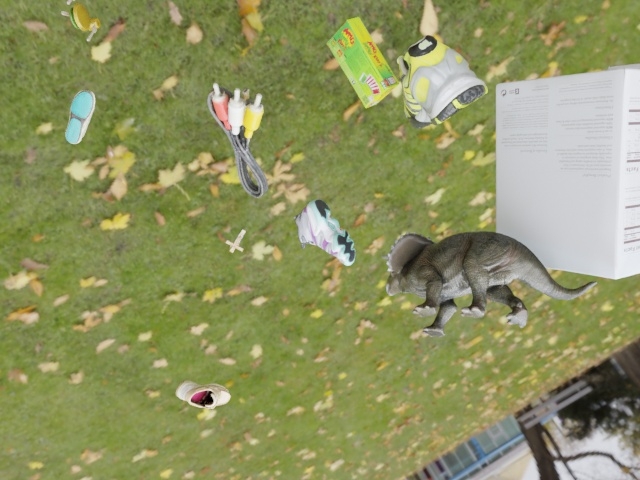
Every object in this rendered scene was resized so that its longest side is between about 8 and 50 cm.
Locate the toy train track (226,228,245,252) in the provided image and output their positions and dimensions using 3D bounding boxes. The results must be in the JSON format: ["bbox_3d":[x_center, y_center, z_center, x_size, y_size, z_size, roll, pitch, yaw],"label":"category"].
[{"bbox_3d":[-0.212,-0.001,1.603,0.083,0.048,0.014,-54,-168,36],"label":"toy train track"}]

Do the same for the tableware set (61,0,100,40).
[{"bbox_3d":[-0.434,-0.437,1.099,0.024,0.104,0.154,-5,136,13],"label":"tableware set"}]

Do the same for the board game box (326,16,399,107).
[{"bbox_3d":[0.097,-0.411,1.448,0.043,0.181,0.092,-30,178,-38],"label":"board game box"}]

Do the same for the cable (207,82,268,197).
[{"bbox_3d":[-0.178,-0.206,1.311,0.072,0.139,0.287,-55,158,-43],"label":"cable"}]

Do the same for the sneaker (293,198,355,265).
[{"bbox_3d":[0.000,0.000,0.835,0.069,0.098,0.038,-35,173,38],"label":"sneaker"}]

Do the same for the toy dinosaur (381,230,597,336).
[{"bbox_3d":[0.206,0.042,0.869,0.313,0.160,0.121,-13,143,31],"label":"toy dinosaur"}]

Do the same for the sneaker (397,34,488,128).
[{"bbox_3d":[0.224,-0.314,1.227,0.145,0.147,0.385,-33,-174,2],"label":"sneaker"}]

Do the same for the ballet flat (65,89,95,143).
[{"bbox_3d":[-0.622,-0.328,1.626,0.168,0.057,0.052,-53,-169,30],"label":"ballet flat"}]

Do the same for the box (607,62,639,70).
[{"bbox_3d":[0.626,-0.186,1.254,0.087,0.169,0.290,1,140,31],"label":"box"}]

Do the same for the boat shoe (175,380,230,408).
[{"bbox_3d":[-0.281,0.391,1.550,0.170,0.059,0.063,24,93,-50],"label":"boat shoe"}]

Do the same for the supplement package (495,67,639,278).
[{"bbox_3d":[0.393,-0.100,0.901,0.198,0.263,0.199,-8,-169,-34],"label":"supplement package"}]
